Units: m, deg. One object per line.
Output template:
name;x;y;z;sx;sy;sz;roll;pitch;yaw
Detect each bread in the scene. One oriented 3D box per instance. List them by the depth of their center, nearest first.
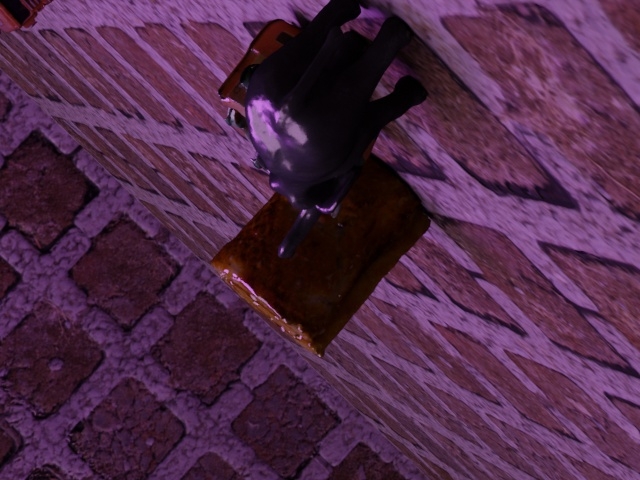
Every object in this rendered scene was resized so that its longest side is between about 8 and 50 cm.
bread;0.000;0.000;1.716;0.132;0.172;0.103;37;171;28

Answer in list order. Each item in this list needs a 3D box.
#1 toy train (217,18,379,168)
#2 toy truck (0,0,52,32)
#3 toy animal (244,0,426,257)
toy train;-0.015;-0.102;1.508;0.072;0.099;0.188;36;170;25
toy truck;-0.407;-0.322;2.324;0.083;0.092;0.192;49;170;-34
toy animal;0.007;-0.084;1.353;0.082;0.137;0.269;38;164;14
